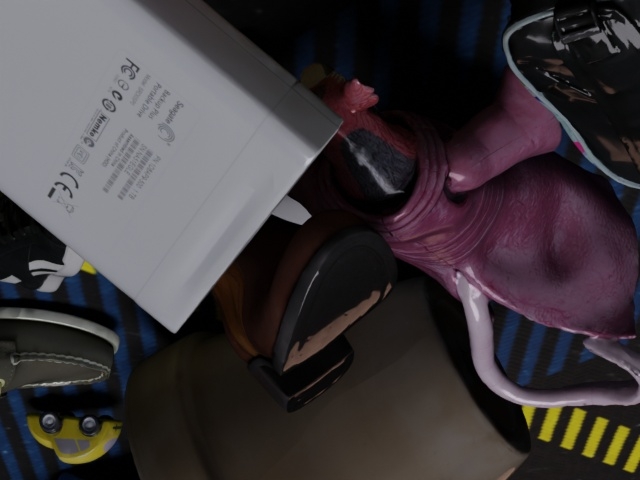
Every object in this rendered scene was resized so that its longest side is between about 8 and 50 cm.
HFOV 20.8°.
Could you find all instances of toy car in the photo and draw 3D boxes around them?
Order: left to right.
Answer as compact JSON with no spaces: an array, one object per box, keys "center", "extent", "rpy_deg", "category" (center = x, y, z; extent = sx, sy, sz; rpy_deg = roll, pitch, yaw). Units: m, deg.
[{"center":[-0.158,0.212,1.795],"extent":[0.239,0.053,0.225],"rpy_deg":[0,173,43],"category":"toy car"}]

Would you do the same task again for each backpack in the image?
[{"center":[0.239,-0.142,1.077],"extent":[0.225,0.191,0.253],"rpy_deg":[-14,143,24],"category":"backpack"}]

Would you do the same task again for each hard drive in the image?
[{"center":[-0.175,-0.115,1.020],"extent":[0.353,0.047,0.233],"rpy_deg":[39,143,-1],"category":"hard drive"}]

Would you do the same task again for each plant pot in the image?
[{"center":[0.028,0.182,1.593],"extent":[0.280,0.323,0.323],"rpy_deg":[-31,145,14],"category":"plant pot"}]

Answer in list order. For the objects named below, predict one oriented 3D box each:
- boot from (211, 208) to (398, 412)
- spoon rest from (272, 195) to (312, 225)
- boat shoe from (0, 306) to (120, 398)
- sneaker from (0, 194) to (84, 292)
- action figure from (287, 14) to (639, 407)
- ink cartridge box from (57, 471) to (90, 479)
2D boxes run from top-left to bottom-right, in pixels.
[{"center":[-0.072,-0.038,1.179],"extent":[0.096,0.280,0.264],"rpy_deg":[-36,167,-11],"category":"boot"},{"center":[0.000,0.000,1.461],"extent":[0.276,0.084,0.137],"rpy_deg":[5,154,11],"category":"spoon rest"},{"center":[-0.337,0.115,1.601],"extent":[0.305,0.091,0.109],"rpy_deg":[4,151,-14],"category":"boat shoe"},{"center":[-0.252,-0.008,1.372],"extent":[0.121,0.079,0.217],"rpy_deg":[6,160,-16],"category":"sneaker"},{"center":[0.068,-0.022,1.227],"extent":[0.248,0.276,0.370],"rpy_deg":[-11,166,26],"category":"action figure"},{"center":[-0.100,0.414,1.943],"extent":[0.395,0.166,0.285],"rpy_deg":[12,167,42],"category":"ink cartridge box"}]
